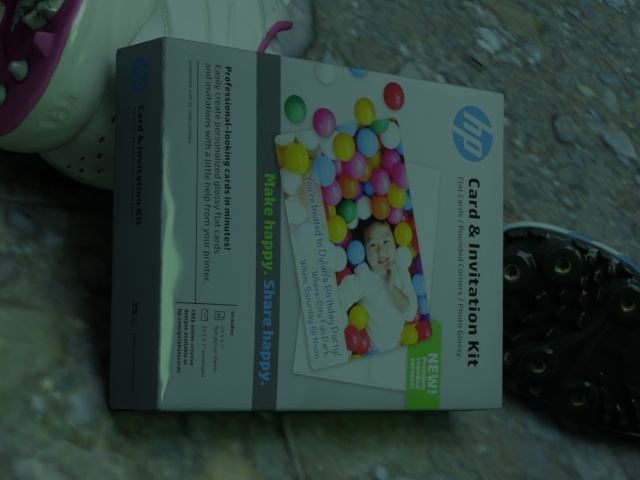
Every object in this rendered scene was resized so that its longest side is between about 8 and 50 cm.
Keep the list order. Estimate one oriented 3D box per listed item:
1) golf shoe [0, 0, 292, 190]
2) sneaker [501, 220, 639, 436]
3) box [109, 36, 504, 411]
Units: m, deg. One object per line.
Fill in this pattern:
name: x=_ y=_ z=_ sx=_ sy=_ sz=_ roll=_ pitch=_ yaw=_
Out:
golf shoe: x=-0.075 y=-0.130 z=0.788 sx=0.140 sy=0.115 sz=0.306 roll=33 pitch=43 yaw=-24
sneaker: x=0.165 y=0.052 z=0.821 sx=0.237 sy=0.085 sz=0.086 roll=26 pitch=19 yaw=-24
box: x=0.000 y=0.000 z=0.698 sx=0.186 sy=0.038 sz=0.145 roll=6 pitch=83 yaw=-40
